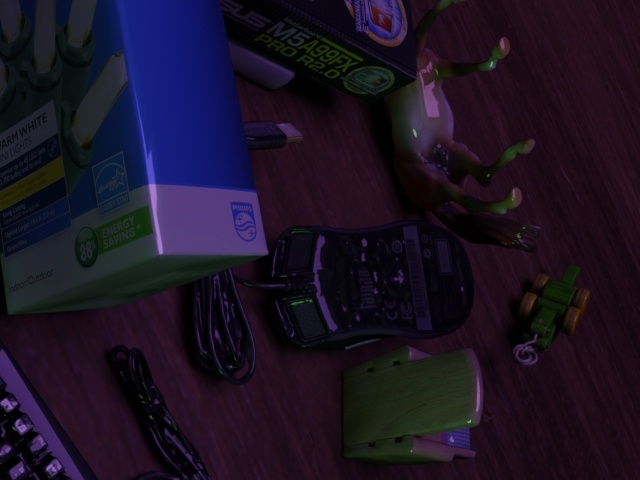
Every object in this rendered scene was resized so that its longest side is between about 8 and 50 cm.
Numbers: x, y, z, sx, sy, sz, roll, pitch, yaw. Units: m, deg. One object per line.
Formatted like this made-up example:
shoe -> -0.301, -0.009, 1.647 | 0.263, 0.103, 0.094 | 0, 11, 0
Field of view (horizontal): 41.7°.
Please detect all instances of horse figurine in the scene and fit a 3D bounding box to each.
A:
horse figurine -> 0.110, -0.104, 0.749 | 0.066, 0.174, 0.263 | -20, 95, -29

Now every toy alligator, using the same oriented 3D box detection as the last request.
toy alligator -> 0.226, 0.086, 0.846 | 0.190, 0.056, 0.051 | -43, 145, -48

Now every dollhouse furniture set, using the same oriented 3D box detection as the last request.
dollhouse furniture set -> 0.190, 0.241, 0.620 | 0.303, 0.198, 0.286 | 24, 56, -39

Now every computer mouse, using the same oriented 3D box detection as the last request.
computer mouse -> 0.000, 0.000, 0.642 | 0.262, 0.060, 0.184 | -7, 81, -36

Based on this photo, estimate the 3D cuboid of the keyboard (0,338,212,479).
keyboard -> -0.124, 0.157, 0.456 | 0.317, 0.033, 0.201 | 59, 41, -9

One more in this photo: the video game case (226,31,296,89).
video game case -> -0.148, -0.307, 0.644 | 0.329, 0.036, 0.300 | 21, 58, -40

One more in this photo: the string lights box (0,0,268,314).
string lights box -> -0.120, -0.101, 0.455 | 0.077, 0.133, 0.259 | 0, 75, -51

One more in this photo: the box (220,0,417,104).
box -> -0.021, -0.272, 0.688 | 0.216, 0.060, 0.270 | 18, 60, -40
